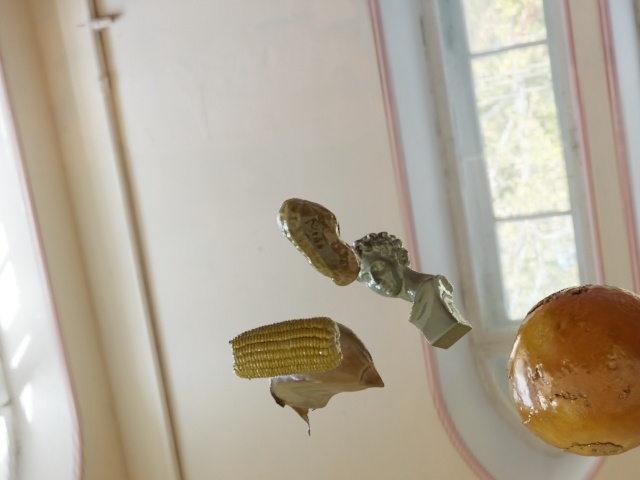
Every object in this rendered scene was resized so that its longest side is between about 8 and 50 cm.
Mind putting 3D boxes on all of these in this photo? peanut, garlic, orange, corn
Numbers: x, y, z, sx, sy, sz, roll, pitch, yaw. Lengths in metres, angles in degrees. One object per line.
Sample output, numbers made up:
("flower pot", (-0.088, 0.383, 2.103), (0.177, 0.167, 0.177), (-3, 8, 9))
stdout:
("peanut", (0.000, 0.000, 1.602), (0.093, 0.194, 0.083), (-50, -164, -21))
("garlic", (-0.023, 0.288, 1.826), (0.151, 0.196, 0.338), (-40, 177, -41))
("orange", (0.382, 0.182, 1.241), (0.246, 0.246, 0.246), (-9, -172, 1))
("corn", (-0.052, 0.161, 1.325), (0.165, 0.085, 0.063), (-12, 175, 8))

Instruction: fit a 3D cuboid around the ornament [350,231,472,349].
("ornament", (0.176, 0.090, 1.746), (0.285, 0.120, 0.130), (39, -172, 18))
